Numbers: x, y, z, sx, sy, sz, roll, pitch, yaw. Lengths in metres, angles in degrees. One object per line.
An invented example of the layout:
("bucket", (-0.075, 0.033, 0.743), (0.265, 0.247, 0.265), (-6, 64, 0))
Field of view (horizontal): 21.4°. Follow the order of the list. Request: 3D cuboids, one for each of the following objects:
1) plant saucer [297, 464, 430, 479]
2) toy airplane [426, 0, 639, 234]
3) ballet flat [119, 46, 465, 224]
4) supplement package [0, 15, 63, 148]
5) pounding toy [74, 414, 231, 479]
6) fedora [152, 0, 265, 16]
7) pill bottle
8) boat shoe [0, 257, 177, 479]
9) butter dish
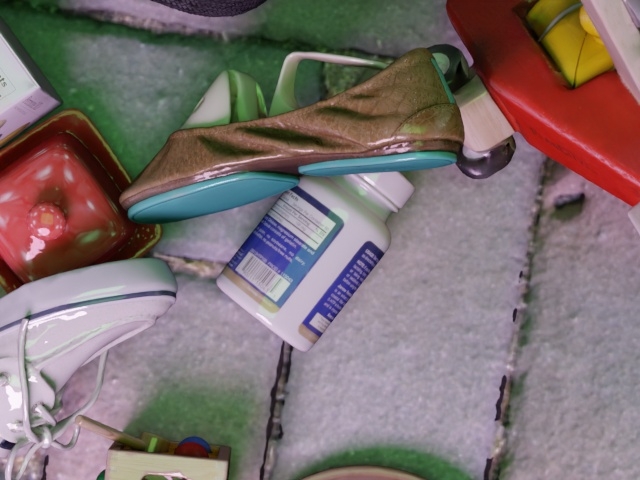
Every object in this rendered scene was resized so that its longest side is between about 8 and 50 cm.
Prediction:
("plant saucer", (0.040, 0.351, 1.620), (0.278, 0.041, 0.278), (0, 89, -2))
("toy airplane", (0.290, -0.127, 1.457), (0.384, 0.386, 0.272), (44, 82, 0))
("ballet flat", (-0.033, -0.101, 1.500), (0.342, 0.116, 0.124), (-12, 80, 31))
("supplement package", (-0.403, -0.132, 1.525), (0.262, 0.199, 0.198), (-36, 92, -2))
("pounding toy", (-0.156, 0.212, 1.568), (0.141, 0.130, 0.100), (6, 90, -2))
("fedora", (-0.108, -0.297, 1.518), (0.334, 0.334, 0.152), (26, 119, -2))
("pill bottle", (0.000, 0.000, 1.583), (0.112, 0.112, 0.187), (39, 89, -2))
("boat shoe", (-0.284, 0.145, 1.533), (0.367, 0.136, 0.156), (-22, 73, 6))
("butter dish", (-0.249, -0.021, 1.567), (0.160, 0.118, 0.160), (-34, 95, -1))
